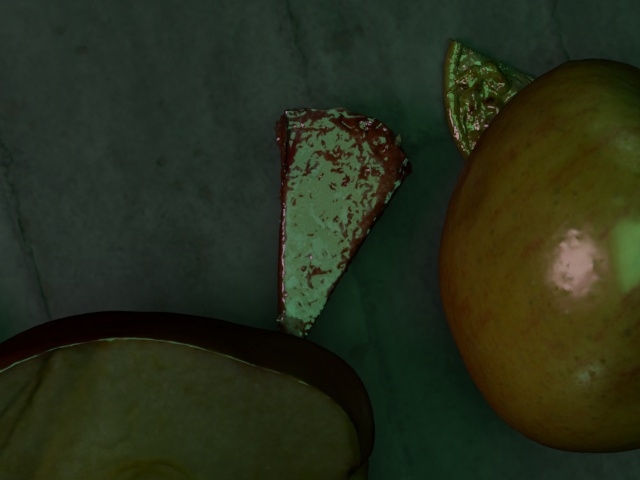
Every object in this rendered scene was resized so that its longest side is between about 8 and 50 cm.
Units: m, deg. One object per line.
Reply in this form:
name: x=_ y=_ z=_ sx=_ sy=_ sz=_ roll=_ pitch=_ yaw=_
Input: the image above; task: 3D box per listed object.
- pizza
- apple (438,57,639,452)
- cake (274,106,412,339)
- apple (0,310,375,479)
pizza: x=0.162 y=-0.125 z=1.441 sx=0.108 sy=0.026 sz=0.123 roll=-12 pitch=91 yaw=-3
apple: x=0.233 y=0.019 z=1.326 sx=0.299 sy=0.299 sz=0.275 roll=36 pitch=119 yaw=-2
cake: x=0.020 y=-0.002 z=1.412 sx=0.116 sy=0.086 sz=0.220 roll=0 pitch=91 yaw=1
apple: x=-0.133 y=0.210 z=1.312 sx=0.365 sy=0.329 sz=0.295 roll=-7 pitch=69 yaw=0
